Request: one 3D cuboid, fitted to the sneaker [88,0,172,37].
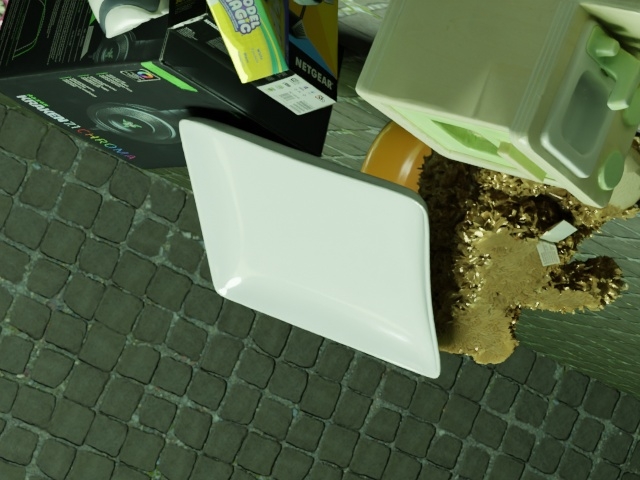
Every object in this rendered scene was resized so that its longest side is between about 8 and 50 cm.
[{"bbox_3d":[-0.143,-0.269,1.440,0.094,0.153,0.235,-16,-168,31],"label":"sneaker"}]

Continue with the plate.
[{"bbox_3d":[0.000,0.000,1.723,0.277,0.045,0.278,21,145,23],"label":"plate"}]

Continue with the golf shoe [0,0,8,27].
[{"bbox_3d":[-0.264,-0.256,1.940,0.306,0.115,0.140,13,-145,-25],"label":"golf shoe"}]

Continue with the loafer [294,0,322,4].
[{"bbox_3d":[0.000,-0.235,1.253,0.084,0.096,0.267,1,176,10],"label":"loafer"}]

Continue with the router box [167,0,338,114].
[{"bbox_3d":[-0.052,-0.200,1.414,0.046,0.133,0.179,-15,152,32],"label":"router box"}]

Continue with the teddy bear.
[{"bbox_3d":[0.202,-0.018,1.723,0.245,0.113,0.338,7,137,-3],"label":"teddy bear"}]

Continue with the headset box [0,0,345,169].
[{"bbox_3d":[-0.149,-0.179,1.744,0.283,0.131,0.246,-1,159,40],"label":"headset box"}]

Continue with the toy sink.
[{"bbox_3d":[0.173,-0.117,1.341,0.234,0.131,0.153,17,172,37],"label":"toy sink"}]

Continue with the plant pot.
[{"bbox_3d":[0.163,-0.028,1.940,0.188,0.205,0.205,8,180,-24],"label":"plant pot"}]

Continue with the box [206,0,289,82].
[{"bbox_3d":[-0.069,-0.219,1.255,0.043,0.105,0.179,-16,128,12],"label":"box"}]
